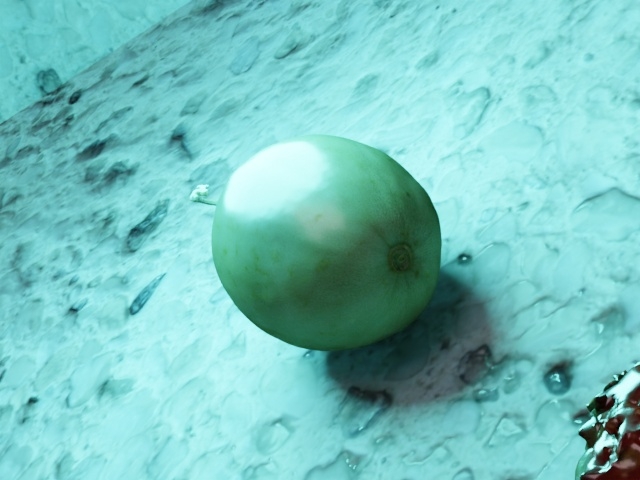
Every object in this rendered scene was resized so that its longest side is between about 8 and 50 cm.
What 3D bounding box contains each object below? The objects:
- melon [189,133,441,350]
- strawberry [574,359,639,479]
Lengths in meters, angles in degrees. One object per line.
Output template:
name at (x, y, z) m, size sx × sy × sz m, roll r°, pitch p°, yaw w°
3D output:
melon at (0.007, 0.005, 1.972) m, size 0.272 × 0.272 × 0.308 m, roll -35°, pitch 27°, yaw 6°
strawberry at (0.363, 0.208, 1.309) m, size 0.351 × 0.267 × 0.312 m, roll 8°, pitch 30°, yaw 26°
